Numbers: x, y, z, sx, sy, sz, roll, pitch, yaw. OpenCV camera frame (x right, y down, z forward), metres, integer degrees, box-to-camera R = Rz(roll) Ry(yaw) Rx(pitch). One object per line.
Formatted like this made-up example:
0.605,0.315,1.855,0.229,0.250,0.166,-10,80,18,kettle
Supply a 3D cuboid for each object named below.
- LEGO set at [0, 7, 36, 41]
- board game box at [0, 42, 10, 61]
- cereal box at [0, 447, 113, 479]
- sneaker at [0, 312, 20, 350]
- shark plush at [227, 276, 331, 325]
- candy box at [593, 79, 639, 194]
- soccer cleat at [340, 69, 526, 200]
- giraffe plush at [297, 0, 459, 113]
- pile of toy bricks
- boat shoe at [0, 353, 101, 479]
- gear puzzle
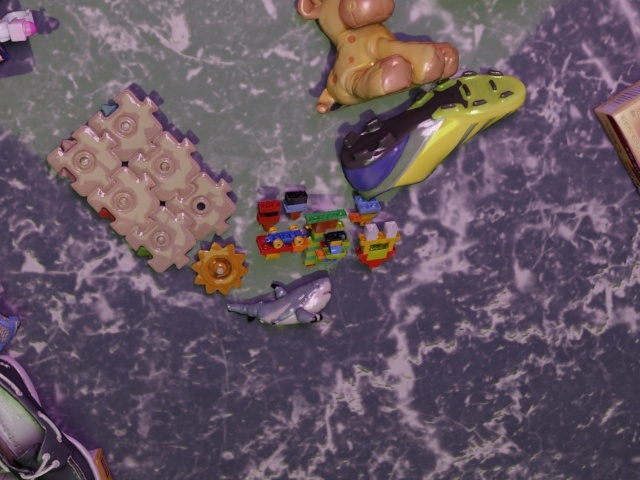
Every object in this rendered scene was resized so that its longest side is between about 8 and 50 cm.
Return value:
-0.404,-0.410,1.158,0.107,0.132,0.287,-10,129,-7,LEGO set
-0.581,-0.267,1.234,0.243,0.042,0.165,-27,106,4,board game box
-0.446,0.450,1.450,0.240,0.047,0.173,-16,105,1,cereal box
-0.530,0.072,1.327,0.087,0.083,0.221,-37,101,-21,sneaker
-0.061,0.097,1.387,0.161,0.073,0.067,-7,87,19,shark plush
0.589,-0.198,1.308,0.316,0.087,0.183,-32,106,6,candy box
0.167,-0.153,1.308,0.289,0.093,0.121,-26,134,0,soccer cleat
0.065,-0.281,1.231,0.210,0.181,0.170,-11,98,35,giraffe plush
0.000,0.000,1.333,0.212,0.118,0.105,-7,136,-18,pile of toy bricks
-0.443,0.314,1.358,0.114,0.091,0.302,-38,93,2,boat shoe
-0.224,-0.056,1.325,0.175,0.044,0.339,-40,108,6,gear puzzle
